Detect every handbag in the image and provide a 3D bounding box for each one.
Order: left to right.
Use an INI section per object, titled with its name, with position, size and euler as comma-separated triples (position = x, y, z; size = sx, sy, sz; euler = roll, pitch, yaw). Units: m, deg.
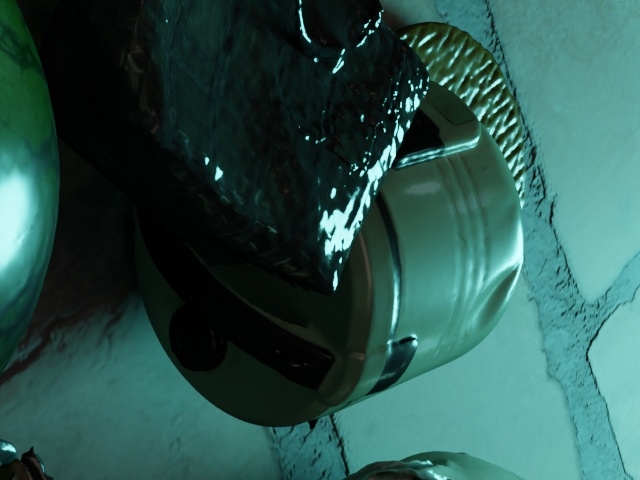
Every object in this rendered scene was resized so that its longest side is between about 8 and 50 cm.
[handbag]
position = -0.036, -0.086, 0.748
size = 0.270, 0.088, 0.175
euler = 42, 68, -49

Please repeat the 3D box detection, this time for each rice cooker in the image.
[rice cooker]
position = 0.000, 0.000, 0.967
size = 0.244, 0.226, 0.226
euler = -18, 105, -44

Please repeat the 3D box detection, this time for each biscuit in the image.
[biscuit]
position = 0.089, -0.053, 1.203
size = 0.262, 0.037, 0.262
euler = -1, 92, -49

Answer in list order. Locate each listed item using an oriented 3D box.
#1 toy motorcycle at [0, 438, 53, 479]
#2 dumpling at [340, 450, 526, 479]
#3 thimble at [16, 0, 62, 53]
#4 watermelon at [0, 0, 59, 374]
[toy motorcycle]
position = -0.209, 0.174, 0.823
size = 0.130, 0.094, 0.229
euler = -31, 109, -42
[dumpling]
position = 0.082, 0.292, 1.122
size = 0.260, 0.181, 0.341
euler = -61, 166, -1
[thimble]
position = -0.142, -0.219, 0.808
size = 0.291, 0.195, 0.291
euler = -6, 99, -47
[watermelon]
position = -0.278, -0.029, 0.554
size = 0.363, 0.363, 0.363
euler = -2, 93, -49
